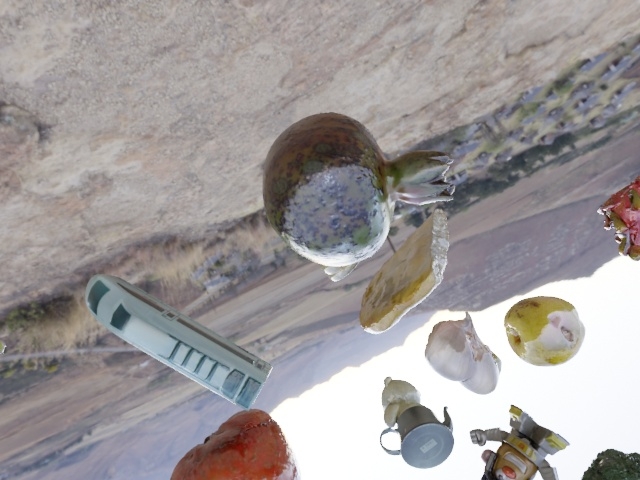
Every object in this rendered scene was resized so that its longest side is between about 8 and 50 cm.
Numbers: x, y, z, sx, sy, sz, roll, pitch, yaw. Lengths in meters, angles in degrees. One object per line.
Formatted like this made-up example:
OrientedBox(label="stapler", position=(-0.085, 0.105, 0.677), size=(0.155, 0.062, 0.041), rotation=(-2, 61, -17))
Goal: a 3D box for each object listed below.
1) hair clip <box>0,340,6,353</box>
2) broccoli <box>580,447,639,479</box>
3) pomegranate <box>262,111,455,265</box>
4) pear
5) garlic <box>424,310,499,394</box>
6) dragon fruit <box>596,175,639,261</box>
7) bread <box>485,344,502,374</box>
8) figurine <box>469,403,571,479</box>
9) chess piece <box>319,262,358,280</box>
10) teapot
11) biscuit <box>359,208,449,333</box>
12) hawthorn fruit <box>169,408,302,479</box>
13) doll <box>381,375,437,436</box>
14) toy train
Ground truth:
OrientedBox(label="hair clip", position=(-0.624, 0.239, 0.759), size=(0.116, 0.172, 0.049), rotation=(-13, 149, 6))
OrientedBox(label="broccoli", position=(0.701, 0.618, 0.955), size=(0.269, 0.269, 0.254), rotation=(-32, -174, 19))
OrientedBox(label="pomegranate", position=(0.067, -0.101, 0.768), size=(0.340, 0.285, 0.285), rotation=(-10, 172, 19))
OrientedBox(label="pear", position=(0.537, 0.213, 1.014), size=(0.178, 0.178, 0.178), rotation=(-26, 166, -7))
OrientedBox(label="garlic", position=(0.261, 0.212, 0.781), size=(0.099, 0.174, 0.124), rotation=(-48, -167, 36))
OrientedBox(label="dragon fruit", position=(0.720, -0.055, 0.970), size=(0.133, 0.208, 0.150), rotation=(12, 172, -38))
OrientedBox(label="bread", position=(0.468, 0.369, 1.242), size=(0.156, 0.086, 0.125), rotation=(34, 97, -40))
OrientedBox(label="figurine", position=(0.618, 0.690, 1.328), size=(0.308, 0.309, 0.143), rotation=(-34, 124, 26))
OrientedBox(label="chess piece", position=(0.000, 0.000, 1.613), size=(0.167, 0.299, 0.167), rotation=(-41, -164, 14))
OrientedBox(label="teapot", position=(0.292, 0.576, 1.289), size=(0.239, 0.163, 0.149), rotation=(-25, -160, 2))
OrientedBox(label="biscuit", position=(0.285, 0.132, 1.442), size=(0.446, 0.104, 0.429), rotation=(-52, -173, 25))
OrientedBox(label="hawthorn fruit", position=(-0.146, 0.517, 0.863), size=(0.276, 0.307, 0.276), rotation=(-39, 156, -22))
OrientedBox(label="doll", position=(0.303, 0.627, 1.506), size=(0.149, 0.175, 0.278), rotation=(-53, -159, 17))
OrientedBox(label="toy train", position=(-0.291, 0.188, 0.815), size=(0.087, 0.406, 0.088), rotation=(-60, 179, 5))
